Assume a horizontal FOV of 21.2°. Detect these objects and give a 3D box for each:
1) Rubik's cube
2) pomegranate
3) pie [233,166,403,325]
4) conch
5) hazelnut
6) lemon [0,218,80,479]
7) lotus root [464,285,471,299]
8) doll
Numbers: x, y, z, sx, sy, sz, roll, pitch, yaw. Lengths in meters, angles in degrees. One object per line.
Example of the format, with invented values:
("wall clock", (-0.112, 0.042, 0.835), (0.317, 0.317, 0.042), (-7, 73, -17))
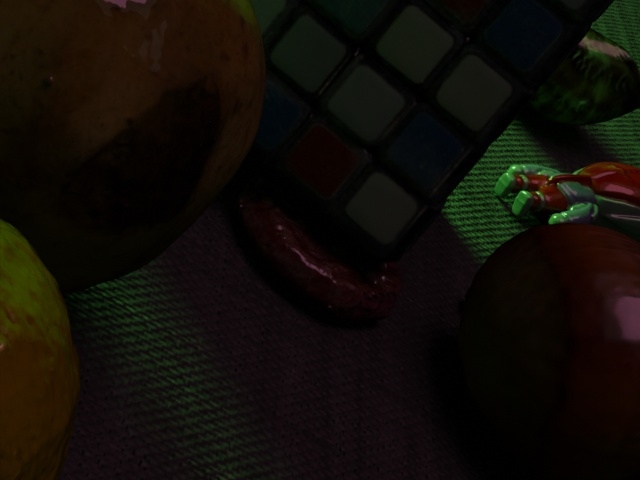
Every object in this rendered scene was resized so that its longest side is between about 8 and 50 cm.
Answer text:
("Rubik's cube", (0.052, -0.199, 1.310), (0.293, 0.287, 0.292), (40, 18, 3))
("pomegranate", (-0.163, -0.107, 0.991), (0.281, 0.281, 0.281), (30, 29, -19))
("pie", (0.000, 0.000, 1.272), (0.154, 0.036, 0.154), (30, 28, -18))
("conch", (0.232, -0.198, 1.764), (0.187, 0.124, 0.181), (52, 7, -37))
("hazelnut", (0.205, 0.081, 1.240), (0.214, 0.176, 0.214), (4, 45, -4))
("lemon", (-0.204, 0.069, 0.752), (0.192, 0.192, 0.231), (37, 21, -7))
("lotus root", (0.187, 0.070, 1.374), (0.152, 0.063, 0.072), (27, 21, -18))
("doll", (0.267, -0.037, 1.611), (0.227, 0.075, 0.102), (4, 34, -36))
